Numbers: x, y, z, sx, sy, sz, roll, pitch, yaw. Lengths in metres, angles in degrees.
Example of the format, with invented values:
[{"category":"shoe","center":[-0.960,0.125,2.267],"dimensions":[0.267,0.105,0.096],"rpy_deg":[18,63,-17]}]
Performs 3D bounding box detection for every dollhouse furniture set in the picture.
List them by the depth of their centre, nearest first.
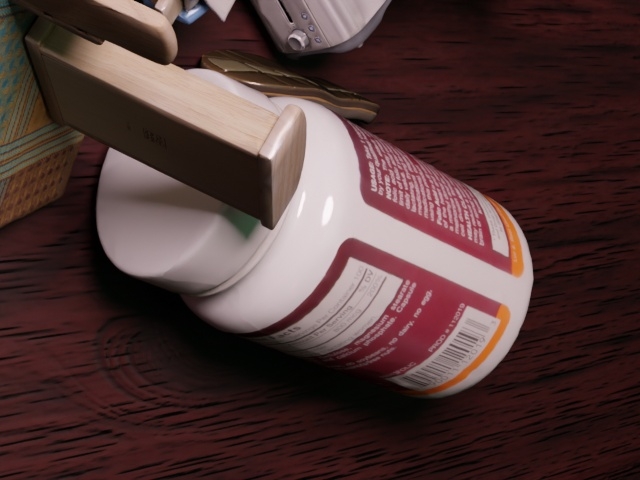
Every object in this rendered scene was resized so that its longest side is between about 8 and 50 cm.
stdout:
[{"category":"dollhouse furniture set","center":[-0.053,-0.215,1.040],"dimensions":[0.303,0.198,0.286],"rpy_deg":[-62,172,-19]}]

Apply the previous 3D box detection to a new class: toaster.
[{"category":"toaster","center":[0.010,-0.294,1.362],"dimensions":[0.146,0.129,0.227],"rpy_deg":[53,57,-31]}]

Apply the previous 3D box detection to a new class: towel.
[{"category":"towel","center":[-0.207,-0.169,1.049],"dimensions":[0.370,0.040,0.271],"rpy_deg":[-67,171,20]}]

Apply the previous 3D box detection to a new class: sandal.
[{"category":"sandal","center":[-0.030,-0.135,1.387],"dimensions":[0.219,0.090,0.060],"rpy_deg":[9,110,-51]}]

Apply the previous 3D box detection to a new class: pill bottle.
[{"category":"pill bottle","center":[0.000,0.000,1.316],"dimensions":[0.392,0.224,0.224],"rpy_deg":[25,77,-43]}]
